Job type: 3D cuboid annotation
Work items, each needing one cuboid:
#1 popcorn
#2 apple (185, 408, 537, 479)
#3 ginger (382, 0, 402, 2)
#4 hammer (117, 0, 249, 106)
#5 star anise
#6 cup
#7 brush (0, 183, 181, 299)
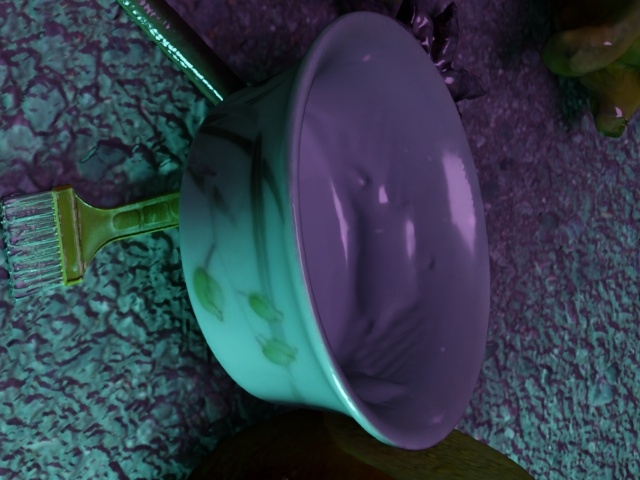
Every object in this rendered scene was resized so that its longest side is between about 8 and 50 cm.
[{"bbox_3d":[0.367,-0.288,1.196,0.274,0.279,0.335,-7,89,-57],"label":"popcorn"},{"bbox_3d":[0.057,0.312,1.025,0.374,0.374,0.384,-27,73,-33],"label":"apple"},{"bbox_3d":[0.071,-0.313,1.005,0.276,0.130,0.221,-44,130,-4],"label":"ginger"},{"bbox_3d":[-0.148,-0.197,0.946,0.297,0.027,0.125,44,69,-35],"label":"hammer"},{"bbox_3d":[0.091,-0.156,1.121,0.181,0.061,0.204,-28,113,-33],"label":"star anise"},{"bbox_3d":[0.000,0.000,0.970,0.347,0.163,0.347,24,62,-58],"label":"cup"},{"bbox_3d":[-0.158,-0.016,0.973,0.218,0.010,0.082,-15,106,-37],"label":"brush"}]
